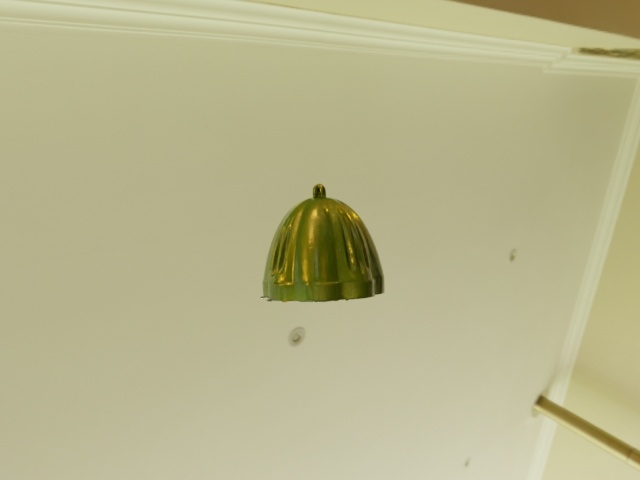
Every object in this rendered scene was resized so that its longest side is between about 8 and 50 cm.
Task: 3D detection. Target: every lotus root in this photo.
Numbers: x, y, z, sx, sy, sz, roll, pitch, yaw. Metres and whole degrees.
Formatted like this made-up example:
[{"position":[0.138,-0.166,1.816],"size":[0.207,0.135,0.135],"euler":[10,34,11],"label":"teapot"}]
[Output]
[{"position":[0.000,0.000,0.698],"size":[0.186,0.186,0.186],"euler":[-18,-61,-35],"label":"lotus root"}]
